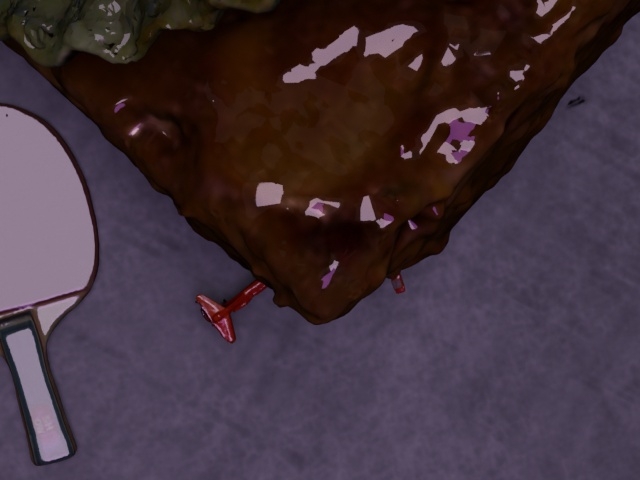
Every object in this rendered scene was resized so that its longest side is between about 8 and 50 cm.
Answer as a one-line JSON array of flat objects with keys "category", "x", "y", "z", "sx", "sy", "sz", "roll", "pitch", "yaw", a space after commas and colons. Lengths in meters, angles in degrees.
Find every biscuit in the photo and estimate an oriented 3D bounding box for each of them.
[{"category": "biscuit", "x": 0.020, "y": -0.175, "z": 1.099, "sx": 0.343, "sy": 0.166, "sz": 0.395, "roll": 43, "pitch": 84, "yaw": 15}]

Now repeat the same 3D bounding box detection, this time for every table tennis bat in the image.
[{"category": "table tennis bat", "x": -0.232, "y": 0.032, "z": 1.181, "sx": 0.154, "sy": 0.021, "sz": 0.274, "roll": -16, "pitch": 90, "yaw": -7}]

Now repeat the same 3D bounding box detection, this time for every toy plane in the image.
[{"category": "toy plane", "x": 0.006, "y": 0.006, "z": 1.189, "sx": 0.126, "sy": 0.077, "sz": 0.194, "roll": 33, "pitch": 94, "yaw": -3}]

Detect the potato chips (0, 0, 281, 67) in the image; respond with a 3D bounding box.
[{"category": "potato chips", "x": -0.086, "y": -0.306, "z": 1.038, "sx": 0.358, "sy": 0.070, "sz": 0.429, "roll": 3, "pitch": 66, "yaw": 22}]
